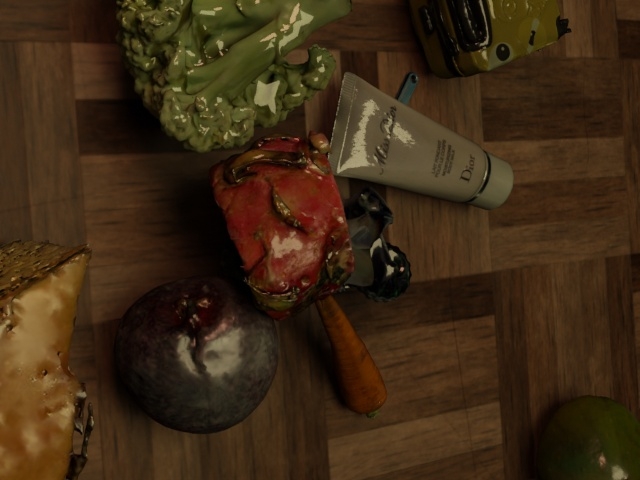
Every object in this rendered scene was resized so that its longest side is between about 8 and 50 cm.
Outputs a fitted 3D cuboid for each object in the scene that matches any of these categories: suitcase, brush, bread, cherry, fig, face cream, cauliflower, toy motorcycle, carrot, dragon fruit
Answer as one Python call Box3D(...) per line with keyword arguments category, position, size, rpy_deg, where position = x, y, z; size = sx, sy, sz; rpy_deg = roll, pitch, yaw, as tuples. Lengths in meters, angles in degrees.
Box3D(category="suitcase", position=(0.233, -0.346, 1.642), size=(0.235, 0.143, 0.194), rpy_deg=(-26, 105, -35))
Box3D(category="brush", position=(0.104, -0.172, 1.625), size=(0.051, 0.014, 0.164), rpy_deg=(36, 68, -32))
Box3D(category="bread", position=(-0.307, 0.176, 1.178), size=(0.279, 0.248, 0.315), rpy_deg=(-43, 117, -27))
Box3D(category="cherry", position=(-0.144, 0.139, 1.340), size=(0.195, 0.195, 0.195), rpy_deg=(1, 89, -36))
Box3D(category="fig", position=(0.428, 0.342, 1.764), size=(0.181, 0.191, 0.181), rpy_deg=(-4, 114, -8))
Box3D(category="face cream", position=(0.139, -0.121, 1.605), size=(0.314, 0.089, 0.143), rpy_deg=(17, 80, -33))
Box3D(category="cauliflower", position=(-0.090, -0.230, 1.332), size=(0.260, 0.281, 0.327), rpy_deg=(72, 30, -51))
Box3D(category="toy motorcycle", position=(0.000, 0.000, 1.492), size=(0.270, 0.106, 0.159), rpy_deg=(6, 82, -25))
Box3D(category="carrot", position=(0.033, 0.145, 1.504), size=(0.061, 0.061, 0.256), rpy_deg=(-46, 133, -28))
Box3D(category="dragon fruit", position=(-0.034, -0.036, 1.324), size=(0.147, 0.282, 0.211), rpy_deg=(-22, 128, 5))
